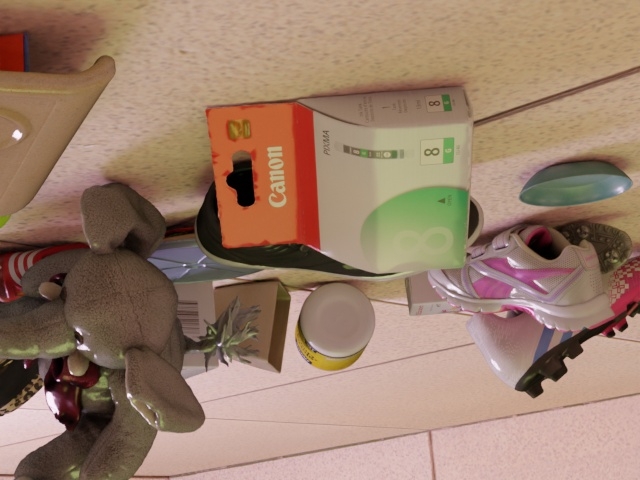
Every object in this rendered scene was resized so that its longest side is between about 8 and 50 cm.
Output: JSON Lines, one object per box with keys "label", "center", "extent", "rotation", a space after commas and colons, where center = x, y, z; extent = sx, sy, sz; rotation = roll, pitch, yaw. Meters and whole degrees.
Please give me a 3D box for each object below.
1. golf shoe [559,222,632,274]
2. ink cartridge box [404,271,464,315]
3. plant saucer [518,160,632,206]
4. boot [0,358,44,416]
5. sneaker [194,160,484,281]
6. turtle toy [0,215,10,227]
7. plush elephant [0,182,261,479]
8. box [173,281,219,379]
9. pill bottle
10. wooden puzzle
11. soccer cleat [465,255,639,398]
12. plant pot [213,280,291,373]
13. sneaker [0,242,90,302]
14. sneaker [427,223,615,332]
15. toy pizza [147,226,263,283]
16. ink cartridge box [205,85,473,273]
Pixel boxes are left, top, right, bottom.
{"label": "golf shoe", "center": [0.318, 0.010, 1.776], "extent": [0.086, 0.069, 0.176], "rotation": [-15, -178, -44]}
{"label": "ink cartridge box", "center": [0.177, 0.066, 1.931], "extent": [0.122, 0.052, 0.088], "rotation": [-4, 166, 0]}
{"label": "plant saucer", "center": [0.267, -0.061, 1.520], "extent": [0.119, 0.021, 0.119], "rotation": [-4, 167, -1]}
{"label": "boot", "center": [-0.527, 0.193, 1.895], "extent": [0.377, 0.138, 0.284], "rotation": [-31, 168, 0]}
{"label": "sneaker", "center": [0.018, -0.020, 1.422], "extent": [0.296, 0.104, 0.147], "rotation": [-1, 171, 1]}
{"label": "turtle toy", "center": [-0.344, -0.030, 1.317], "extent": [0.130, 0.095, 0.066], "rotation": [2, -174, -25]}
{"label": "plush elephant", "center": [-0.228, 0.099, 1.453], "extent": [0.330, 0.271, 0.255], "rotation": [-19, 157, -1]}
{"label": "box", "center": [-0.210, 0.111, 1.817], "extent": [0.091, 0.130, 0.170], "rotation": [3, 163, -33]}
{"label": "pill bottle", "center": [0.017, 0.126, 2.008], "extent": [0.103, 0.103, 0.184], "rotation": [-4, 165, -5]}
{"label": "wooden puzzle", "center": [-0.358, -0.089, 1.096], "extent": [0.348, 0.080, 0.322], "rotation": [-4, 167, -23]}
{"label": "soccer cleat", "center": [0.325, 0.073, 1.874], "extent": [0.331, 0.143, 0.116], "rotation": [-29, 159, -38]}
{"label": "plant pot", "center": [-0.100, 0.112, 1.932], "extent": [0.096, 0.109, 0.109], "rotation": [6, 168, 9]}
{"label": "sneaker", "center": [-0.300, 0.062, 1.685], "extent": [0.128, 0.087, 0.221], "rotation": [-8, 167, 17]}
{"label": "sneaker", "center": [0.239, 0.029, 1.731], "extent": [0.252, 0.111, 0.103], "rotation": [10, -161, 38]}
{"label": "toy pizza", "center": [-0.145, 0.014, 1.656], "extent": [0.201, 0.032, 0.201], "rotation": [-5, 167, -1]}
{"label": "ink cartridge box", "center": [0.019, -0.046, 1.276], "extent": [0.225, 0.056, 0.181], "rotation": [-6, 136, -3]}
